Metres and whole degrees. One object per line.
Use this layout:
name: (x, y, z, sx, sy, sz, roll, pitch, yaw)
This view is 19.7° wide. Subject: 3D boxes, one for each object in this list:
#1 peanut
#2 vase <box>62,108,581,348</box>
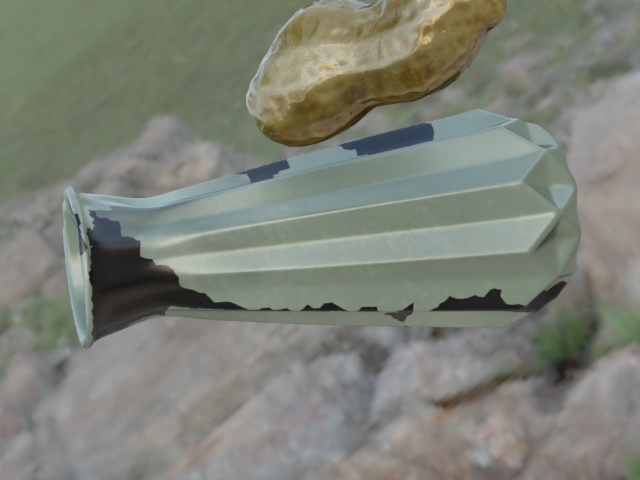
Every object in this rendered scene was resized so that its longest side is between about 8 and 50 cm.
peanut: (0.034, -0.125, 1.202, 0.193, 0.089, 0.089, -23, 19, 20)
vase: (0.000, 0.000, 1.336, 0.360, 0.165, 0.165, -7, 8, -13)
